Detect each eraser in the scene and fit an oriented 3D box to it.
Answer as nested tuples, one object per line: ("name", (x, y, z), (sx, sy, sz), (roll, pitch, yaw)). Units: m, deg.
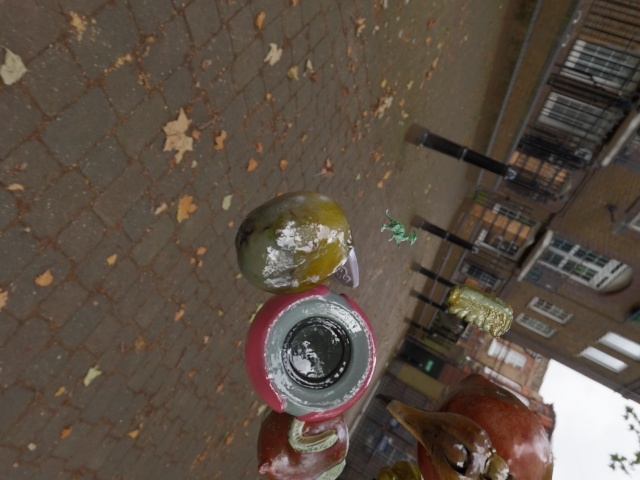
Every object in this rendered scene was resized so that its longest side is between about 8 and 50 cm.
("eraser", (-0.001, 0.001, 1.195), (0.059, 0.204, 0.243), (-41, 138, -38))

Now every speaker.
("speaker", (-0.028, 0.240, 1.022), (0.294, 0.294, 0.294), (-53, 160, -28))

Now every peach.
("peach", (0.294, 0.362, 0.839), (0.232, 0.232, 0.257), (89, -1, -57))

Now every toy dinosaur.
("toy dinosaur", (0.139, -0.024, 0.819), (0.021, 0.062, 0.083), (71, 28, -56))

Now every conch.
("conch", (0.166, 0.256, 0.599), (0.080, 0.086, 0.232), (-50, -157, 0))

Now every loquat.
("loquat", (-0.047, 0.005, 0.832), (0.227, 0.179, 0.179), (-25, 144, -31))

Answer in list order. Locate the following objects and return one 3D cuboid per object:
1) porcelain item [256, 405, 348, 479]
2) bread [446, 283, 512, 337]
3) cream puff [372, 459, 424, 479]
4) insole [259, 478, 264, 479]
("porcelain item", (-0.061, 0.490, 1.118), (0.253, 0.253, 0.253), (-53, 160, -28))
("bread", (0.208, 0.090, 0.611), (0.049, 0.088, 0.033), (-66, 164, 2))
("cream puff", (0.201, 0.577, 1.061), (0.121, 0.156, 0.156), (-60, 163, -23))
("insole", (-0.075, 0.347, 0.607), (0.010, 0.063, 0.192), (-14, 158, -20))
